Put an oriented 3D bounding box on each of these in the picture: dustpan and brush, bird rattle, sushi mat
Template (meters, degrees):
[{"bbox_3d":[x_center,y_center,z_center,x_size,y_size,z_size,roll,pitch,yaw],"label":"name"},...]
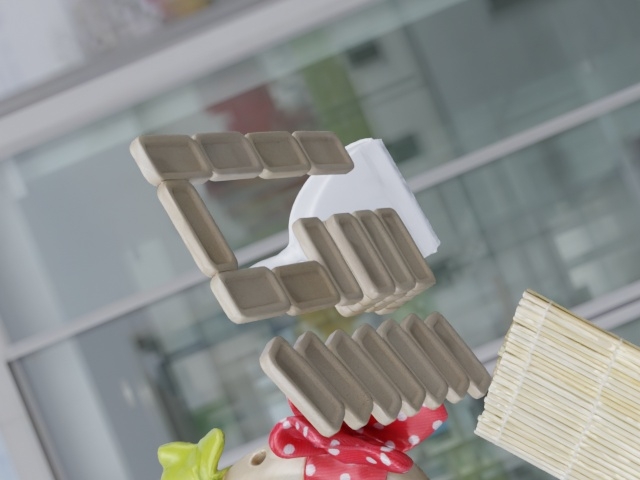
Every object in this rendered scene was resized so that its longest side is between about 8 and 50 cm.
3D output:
[{"bbox_3d":[0.000,0.000,2.083,0.147,0.211,0.060,59,174,-15],"label":"dustpan and brush"},{"bbox_3d":[-0.002,0.180,1.425,0.207,0.253,0.143,42,-155,-34],"label":"bird rattle"},{"bbox_3d":[0.275,0.169,1.603,0.316,0.019,0.151,28,125,22],"label":"sushi mat"}]

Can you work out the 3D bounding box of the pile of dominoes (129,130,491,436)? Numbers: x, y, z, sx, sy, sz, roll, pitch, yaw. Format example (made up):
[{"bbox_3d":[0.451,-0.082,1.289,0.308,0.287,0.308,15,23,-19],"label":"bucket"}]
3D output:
[{"bbox_3d":[-0.007,0.027,1.159,0.196,0.040,0.251,60,-154,12],"label":"pile of dominoes"}]
